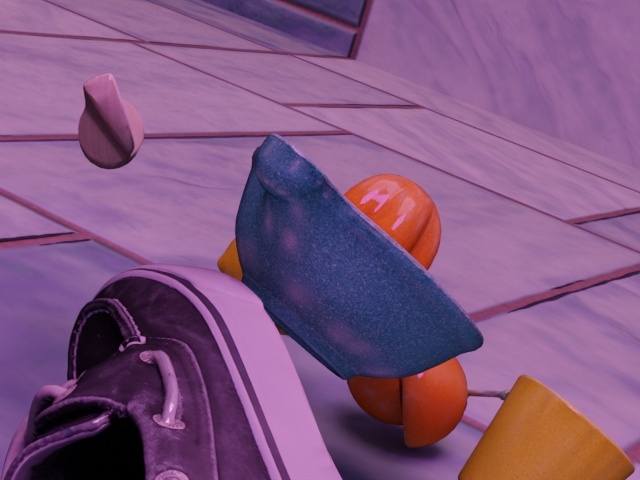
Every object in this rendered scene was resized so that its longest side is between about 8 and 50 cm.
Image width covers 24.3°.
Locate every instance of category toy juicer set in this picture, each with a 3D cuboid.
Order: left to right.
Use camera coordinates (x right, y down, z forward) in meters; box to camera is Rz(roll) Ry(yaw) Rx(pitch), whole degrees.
[{"bbox_3d":[0.000,0.000,0.704,0.329,0.089,0.209,44,-6,-27],"label":"toy juicer set"}]

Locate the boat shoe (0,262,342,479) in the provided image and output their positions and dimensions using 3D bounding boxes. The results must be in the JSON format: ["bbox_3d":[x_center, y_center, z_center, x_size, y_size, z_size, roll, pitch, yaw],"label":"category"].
[{"bbox_3d":[-0.067,0.088,0.541,0.102,0.108,0.301,13,22,-25],"label":"boat shoe"}]
